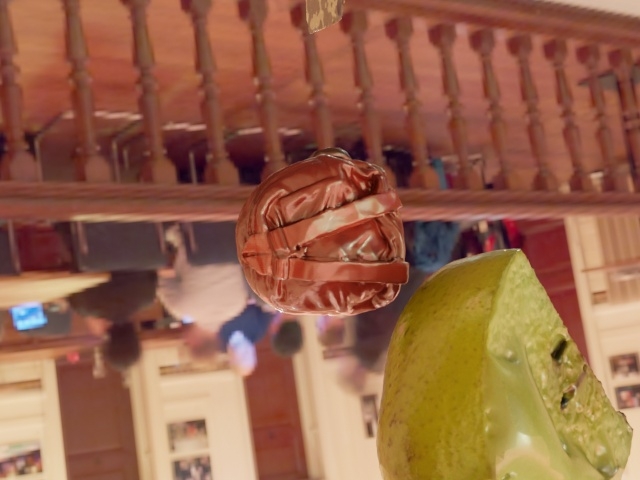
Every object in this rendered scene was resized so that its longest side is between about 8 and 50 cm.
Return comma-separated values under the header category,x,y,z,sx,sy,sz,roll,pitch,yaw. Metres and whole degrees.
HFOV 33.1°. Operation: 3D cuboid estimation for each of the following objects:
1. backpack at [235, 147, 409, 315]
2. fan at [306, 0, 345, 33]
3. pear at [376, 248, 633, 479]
category,x,y,z,sx,sy,sz,roll,pitch,yaw
backpack,-0.001,0.000,1.358,0.229,0.229,0.139,-4,-170,-22
fan,0.013,-0.316,1.246,0.009,0.131,0.240,-9,167,-17
pear,0.189,0.229,1.273,0.238,0.342,0.318,-15,-151,40
